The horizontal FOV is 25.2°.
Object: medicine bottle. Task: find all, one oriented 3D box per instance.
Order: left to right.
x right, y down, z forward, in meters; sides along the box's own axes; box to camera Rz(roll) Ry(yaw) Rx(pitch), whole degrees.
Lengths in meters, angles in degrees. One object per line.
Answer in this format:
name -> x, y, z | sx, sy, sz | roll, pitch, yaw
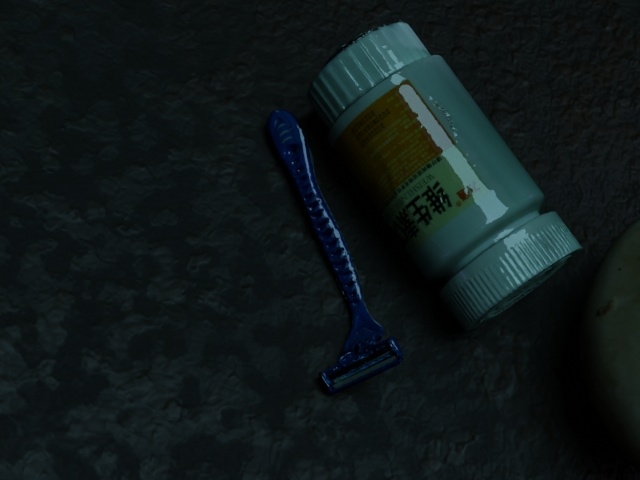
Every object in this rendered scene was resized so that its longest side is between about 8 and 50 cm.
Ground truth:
medicine bottle -> 0.128, -0.073, 1.552 | 0.158, 0.158, 0.318 | -29, 78, -28

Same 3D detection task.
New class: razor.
razor -> 0.007, 0.003, 1.541 | 0.056, 0.093, 0.324 | 20, 47, -57

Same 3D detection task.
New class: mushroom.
mushroom -> 0.457, 0.109, 1.504 | 0.362, 0.294, 0.362 | 8, 65, -18
